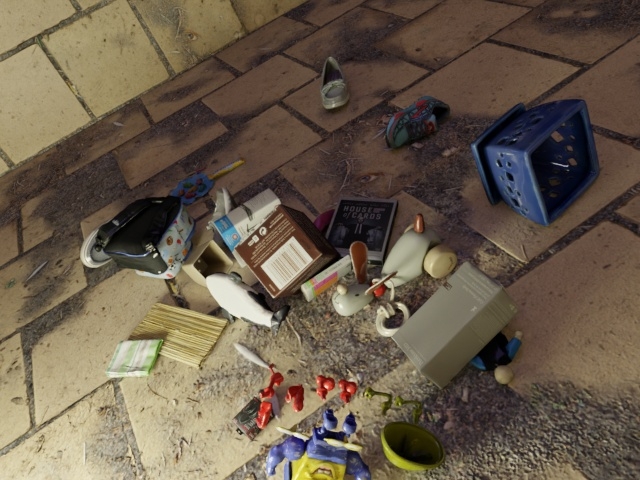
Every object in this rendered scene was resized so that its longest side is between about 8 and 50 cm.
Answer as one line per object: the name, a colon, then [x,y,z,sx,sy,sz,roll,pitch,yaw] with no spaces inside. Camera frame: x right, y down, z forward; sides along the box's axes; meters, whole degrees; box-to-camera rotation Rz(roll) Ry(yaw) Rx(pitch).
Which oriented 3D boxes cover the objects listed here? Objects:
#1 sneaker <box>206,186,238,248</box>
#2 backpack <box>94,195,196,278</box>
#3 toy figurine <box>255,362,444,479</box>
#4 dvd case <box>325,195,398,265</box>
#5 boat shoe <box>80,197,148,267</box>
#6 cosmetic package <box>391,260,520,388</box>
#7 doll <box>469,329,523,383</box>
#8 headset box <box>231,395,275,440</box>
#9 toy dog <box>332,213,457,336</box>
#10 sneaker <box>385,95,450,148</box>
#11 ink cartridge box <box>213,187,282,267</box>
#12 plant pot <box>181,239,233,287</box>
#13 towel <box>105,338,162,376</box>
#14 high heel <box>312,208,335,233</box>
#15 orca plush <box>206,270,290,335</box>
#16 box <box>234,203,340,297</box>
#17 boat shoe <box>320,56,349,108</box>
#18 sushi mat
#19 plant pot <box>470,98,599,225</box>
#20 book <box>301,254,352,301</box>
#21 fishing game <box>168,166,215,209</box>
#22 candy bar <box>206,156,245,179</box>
sneaker: [-0.330,-0.079,1.850,0.115,0.105,0.281,-23,39,4]
backpack: [-0.531,-0.015,1.809,0.276,0.213,0.263,8,57,28]
toy figurine: [0.025,0.410,1.080,0.362,0.217,0.191,17,20,-15]
dvd case: [0.112,-0.032,1.578,0.179,0.030,0.239,5,49,17]
boat shoe: [-0.684,-0.033,1.976,0.158,0.127,0.340,4,46,43]
cosmetic package: [0.280,0.175,1.169,0.238,0.107,0.127,-45,35,0]
doll: [0.362,0.215,1.170,0.129,0.046,0.189,-23,38,15]
headset box: [-0.155,0.404,1.259,0.083,0.032,0.062,-42,41,-21]
toy dog: [0.176,0.051,1.372,0.220,0.161,0.333,22,58,44]
sneaker: [0.324,-0.391,1.841,0.262,0.104,0.125,-42,43,-19]
ink cartridge box: [-0.195,-0.039,1.693,0.203,0.148,0.086,-33,38,-8]
plant pot: [-0.353,0.076,1.695,0.096,0.109,0.109,-8,40,42]
towel: [-0.517,0.323,1.547,0.152,0.023,0.113,-9,50,25]
high heel: [0.000,0.000,1.624,0.117,0.082,0.244,46,54,13]
orca plush: [-0.181,0.150,1.512,0.287,0.151,0.102,9,19,40]
box: [-0.080,0.030,1.434,0.168,0.203,0.167,-43,78,9]
boat shoe: [0.051,-0.640,2.277,0.118,0.103,0.320,-13,40,16]
sushi mat: [-0.405,0.258,1.576,0.316,0.019,0.151,8,50,36]
plant pot: [0.534,-0.208,1.421,0.236,0.236,0.212,-41,33,-18]
book: [0.018,0.098,1.462,0.144,0.096,0.035,-32,74,-11]
fishing game: [-0.499,-0.205,2.144,0.189,0.041,0.264,-23,38,0]
candy bar: [-0.364,-0.280,2.161,0.161,0.018,0.040,-30,39,-11]
